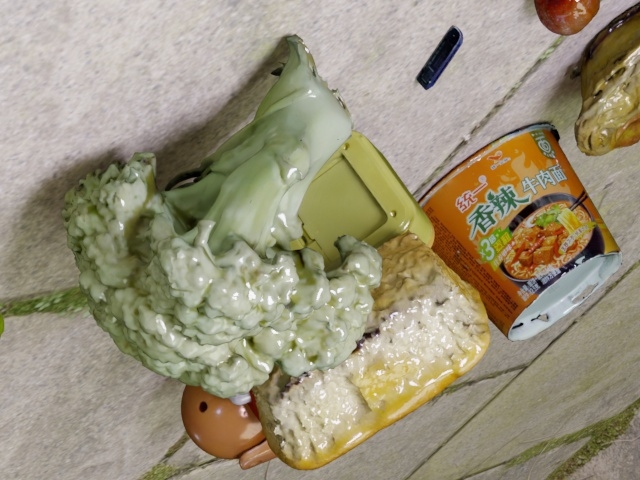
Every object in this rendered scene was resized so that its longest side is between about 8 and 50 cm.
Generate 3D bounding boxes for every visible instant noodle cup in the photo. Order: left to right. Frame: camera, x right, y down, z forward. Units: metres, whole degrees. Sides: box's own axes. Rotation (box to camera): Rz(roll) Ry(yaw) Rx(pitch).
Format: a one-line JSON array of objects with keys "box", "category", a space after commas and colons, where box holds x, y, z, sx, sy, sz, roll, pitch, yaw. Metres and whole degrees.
[{"box": [0.242, -0.001, 2.124, 0.230, 0.182, 0.230, -30, 159, -13], "category": "instant noodle cup"}]

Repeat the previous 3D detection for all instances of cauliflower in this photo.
[{"box": [-0.063, 0.007, 1.511, 0.281, 0.260, 0.327, -34, -175, 7], "category": "cauliflower"}]

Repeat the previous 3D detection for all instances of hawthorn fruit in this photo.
[{"box": [0.235, -0.243, 1.729, 0.067, 0.067, 0.103, -40, 148, 12], "category": "hawthorn fruit"}]

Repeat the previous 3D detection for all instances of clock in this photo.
[{"box": [0.000, 0.000, 1.775, 0.202, 0.143, 0.096, -36, 159, 5], "category": "clock"}]

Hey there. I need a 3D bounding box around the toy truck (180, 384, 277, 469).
[{"box": [-0.048, 0.148, 1.997, 0.239, 0.189, 0.265, -23, 159, -9], "category": "toy truck"}]

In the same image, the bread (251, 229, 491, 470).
[{"box": [0.036, 0.102, 1.659, 0.245, 0.121, 0.174, -37, -157, 3], "category": "bread"}]

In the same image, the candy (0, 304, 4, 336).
[{"box": [-0.367, 0.097, 1.475, 0.209, 0.097, 0.097, -32, 162, 8], "category": "candy"}]

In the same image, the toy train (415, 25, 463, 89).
[{"box": [0.122, -0.182, 1.742, 0.017, 0.017, 0.083, -22, 157, -40], "category": "toy train"}]

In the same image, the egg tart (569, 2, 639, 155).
[{"box": [0.370, -0.194, 1.999, 0.241, 0.106, 0.241, -34, 162, -13], "category": "egg tart"}]
